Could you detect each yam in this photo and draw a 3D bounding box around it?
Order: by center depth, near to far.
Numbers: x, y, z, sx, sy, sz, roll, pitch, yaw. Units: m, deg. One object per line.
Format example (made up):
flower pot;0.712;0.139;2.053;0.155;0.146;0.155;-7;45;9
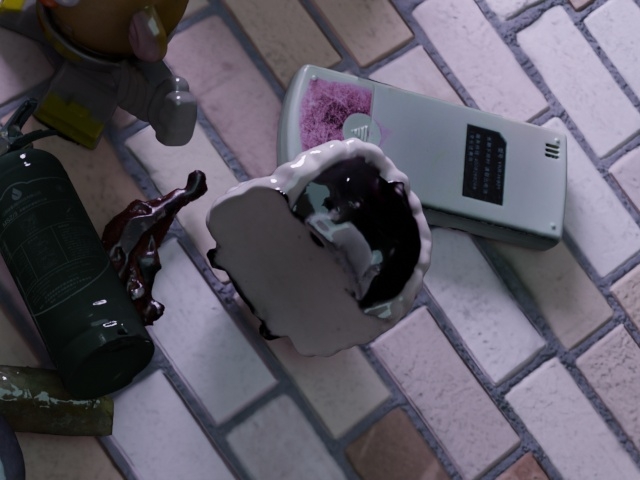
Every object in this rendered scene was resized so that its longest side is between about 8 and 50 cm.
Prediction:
yam;-0.273;0.155;1.728;0.147;0.070;0.069;6;70;-20

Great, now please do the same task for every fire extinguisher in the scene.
fire extinguisher;-0.262;0.000;1.744;0.114;0.095;0.311;-33;64;2

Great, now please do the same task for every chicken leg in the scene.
chicken leg;-0.186;0.013;1.825;0.089;0.048;0.219;25;64;-16

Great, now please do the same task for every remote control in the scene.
remote control;0.118;-0.092;1.988;0.344;0.050;0.145;14;67;-17

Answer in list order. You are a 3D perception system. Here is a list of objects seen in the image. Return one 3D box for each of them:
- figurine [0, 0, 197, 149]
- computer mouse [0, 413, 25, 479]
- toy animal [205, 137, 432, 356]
figurine;-0.218;-0.246;1.770;0.342;0.285;0.167;49;60;-2
computer mouse;-0.445;0.264;1.592;0.374;0.114;0.203;-22;84;-20
toy animal;0.000;0.000;1.830;0.208;0.204;0.156;54;40;-13
